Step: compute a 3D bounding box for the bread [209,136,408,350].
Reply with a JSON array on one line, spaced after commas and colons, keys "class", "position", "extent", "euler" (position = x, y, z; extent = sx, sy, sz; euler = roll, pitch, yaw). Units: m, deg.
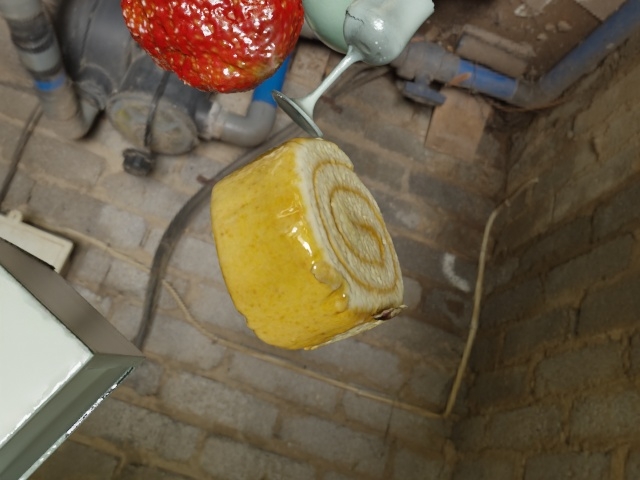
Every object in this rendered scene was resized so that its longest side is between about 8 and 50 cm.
[{"class": "bread", "position": [0.000, 0.000, 0.394], "extent": [0.073, 0.122, 0.149], "euler": [-22, 171, 20]}]

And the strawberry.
[{"class": "strawberry", "position": [-0.135, -0.317, 0.908], "extent": [0.257, 0.276, 0.257], "euler": [-20, 144, -15]}]

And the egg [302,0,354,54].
[{"class": "egg", "position": [0.053, -0.417, 1.132], "extent": [0.168, 0.168, 0.231], "euler": [4, 172, 27]}]

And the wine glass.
[{"class": "wine glass", "position": [0.037, -0.209, 0.723], "extent": [0.079, 0.195, 0.079], "euler": [43, 177, 3]}]

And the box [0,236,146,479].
[{"class": "box", "position": [-0.234, 0.109, 0.375], "extent": [0.117, 0.225, 0.225], "euler": [43, 166, 1]}]
